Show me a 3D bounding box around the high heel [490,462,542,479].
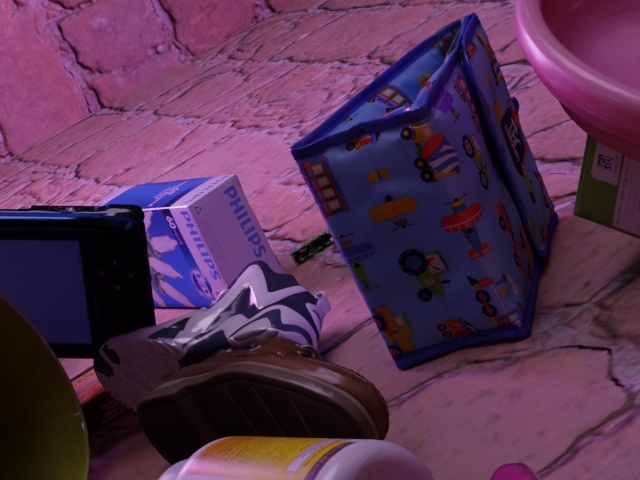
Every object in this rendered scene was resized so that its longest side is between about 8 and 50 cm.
[{"bbox_3d":[0.092,0.211,0.950,0.117,0.082,0.244,-16,29,2],"label":"high heel"}]

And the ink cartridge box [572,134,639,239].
[{"bbox_3d":[0.366,-0.058,1.380,0.255,0.097,0.189,22,40,23],"label":"ink cartridge box"}]

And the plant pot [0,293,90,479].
[{"bbox_3d":[-0.408,0.205,1.497,0.293,0.275,0.275,-35,11,23],"label":"plant pot"}]

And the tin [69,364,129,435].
[{"bbox_3d":[-0.223,0.155,1.711,0.189,0.040,0.106,-32,20,-20],"label":"tin"}]

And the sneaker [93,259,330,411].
[{"bbox_3d":[-0.094,0.090,1.610,0.235,0.094,0.153,-17,17,29],"label":"sneaker"}]

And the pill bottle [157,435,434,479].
[{"bbox_3d":[-0.025,0.192,1.128,0.117,0.117,0.215,-38,20,-35],"label":"pill bottle"}]

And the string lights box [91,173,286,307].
[{"bbox_3d":[-0.161,0.003,1.915,0.077,0.133,0.259,-35,17,-30],"label":"string lights box"}]

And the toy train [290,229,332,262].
[{"bbox_3d":[0.000,0.000,1.887,0.083,0.017,0.023,-32,7,-20],"label":"toy train"}]

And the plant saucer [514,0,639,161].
[{"bbox_3d":[0.320,-0.147,1.346,0.332,0.084,0.332,2,36,-1],"label":"plant saucer"}]

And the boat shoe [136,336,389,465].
[{"bbox_3d":[-0.038,0.124,1.375,0.104,0.111,0.307,-38,20,-33],"label":"boat shoe"}]

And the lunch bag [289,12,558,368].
[{"bbox_3d":[0.124,-0.060,1.503,0.138,0.221,0.293,-17,19,30],"label":"lunch bag"}]

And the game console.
[{"bbox_3d":[-0.321,0.045,1.590,0.293,0.250,0.173,1,31,7],"label":"game console"}]
